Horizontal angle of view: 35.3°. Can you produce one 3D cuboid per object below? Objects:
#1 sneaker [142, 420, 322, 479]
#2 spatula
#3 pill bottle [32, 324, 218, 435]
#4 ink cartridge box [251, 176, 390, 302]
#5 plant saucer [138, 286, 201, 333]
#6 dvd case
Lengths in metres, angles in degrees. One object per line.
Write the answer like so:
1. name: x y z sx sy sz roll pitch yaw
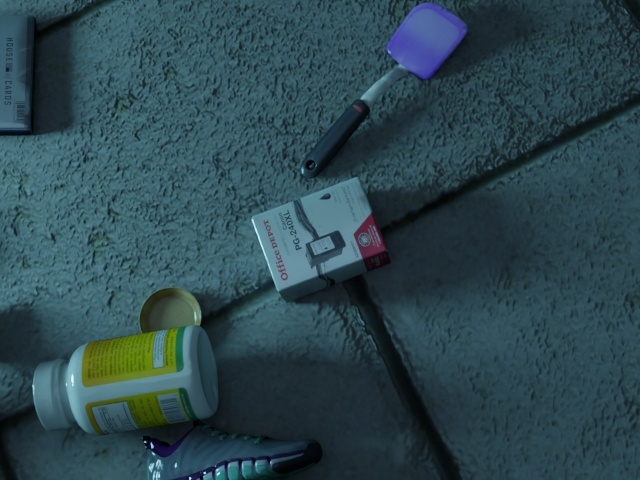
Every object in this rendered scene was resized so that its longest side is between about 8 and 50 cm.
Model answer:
1. sneaker: -0.113 0.254 1.228 0.224 0.083 0.098 -15 69 4
2. spatula: 0.074 -0.197 1.349 0.084 0.030 0.296 41 84 16
3. pill bottle: -0.240 0.177 1.245 0.209 0.117 0.117 -10 74 5
4. ink cartridge box: 0.000 0.000 1.289 0.151 0.063 0.109 -21 74 1
5. plant saucer: -0.194 0.102 1.312 0.084 0.015 0.083 -2 75 6
6. dvd case: -0.524 -0.232 1.412 0.239 0.029 0.179 -1 75 -7
